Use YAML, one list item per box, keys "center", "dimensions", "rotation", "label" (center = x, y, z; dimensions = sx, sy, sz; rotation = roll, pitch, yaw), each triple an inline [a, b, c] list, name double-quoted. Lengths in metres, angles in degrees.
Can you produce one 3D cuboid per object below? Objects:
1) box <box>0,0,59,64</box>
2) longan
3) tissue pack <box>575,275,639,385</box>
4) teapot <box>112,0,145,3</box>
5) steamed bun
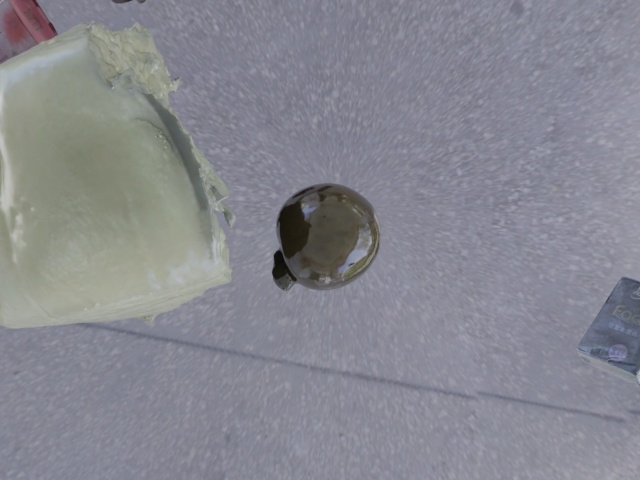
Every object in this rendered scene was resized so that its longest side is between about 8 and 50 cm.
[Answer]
- center: [-0.529, -0.353, 1.706]
  dimensions: [0.156, 0.060, 0.111]
  rotation: [-23, 103, 39]
  label: "box"
- center: [0.000, 0.000, 0.946]
  dimensions: [0.119, 0.106, 0.106]
  rotation: [-39, 91, 14]
  label: "longan"
- center: [0.495, 0.141, 1.577]
  dimensions: [0.156, 0.112, 0.051]
  rotation: [-53, 135, -16]
  label: "tissue pack"
- center: [-0.204, -0.283, 1.078]
  dimensions: [0.068, 0.100, 0.045]
  rotation: [-30, 131, 5]
  label: "teapot"
- center: [-0.207, -0.061, 0.908]
  dimensions: [0.274, 0.272, 0.290]
  rotation: [-24, 90, -16]
  label: "steamed bun"
